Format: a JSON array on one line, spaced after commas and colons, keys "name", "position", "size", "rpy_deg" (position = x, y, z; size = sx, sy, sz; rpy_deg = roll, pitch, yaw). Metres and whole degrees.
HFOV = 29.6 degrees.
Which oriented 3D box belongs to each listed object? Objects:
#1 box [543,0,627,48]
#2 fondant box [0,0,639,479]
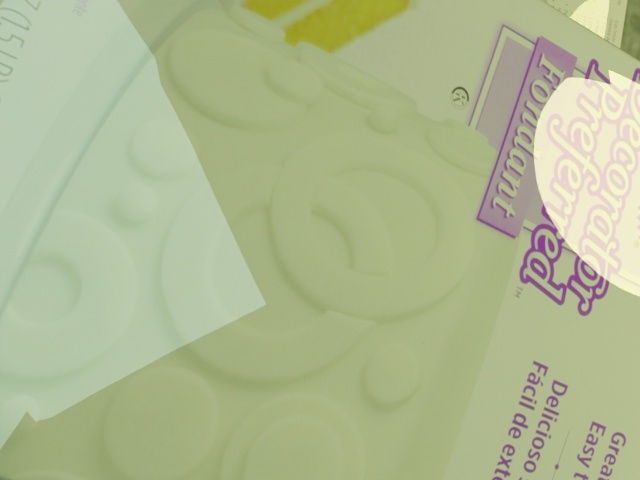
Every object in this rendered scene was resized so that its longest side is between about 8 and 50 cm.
[{"name": "box", "position": [0.100, -0.031, 0.621], "size": [0.067, 0.063, 0.324], "rpy_deg": [9, 88, -30]}, {"name": "fondant box", "position": [0.000, 0.000, 0.480], "size": [0.330, 0.096, 0.238], "rpy_deg": [24, 81, -28]}]
